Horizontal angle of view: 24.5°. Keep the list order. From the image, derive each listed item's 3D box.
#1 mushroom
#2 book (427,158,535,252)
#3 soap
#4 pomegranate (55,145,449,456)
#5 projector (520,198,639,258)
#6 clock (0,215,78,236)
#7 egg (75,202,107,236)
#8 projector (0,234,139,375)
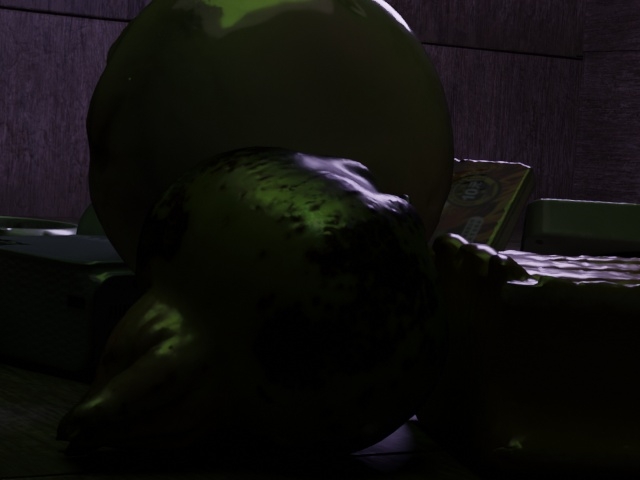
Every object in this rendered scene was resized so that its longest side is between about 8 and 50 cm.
[{"bbox_3d":[-0.020,-0.074,1.242,0.315,0.315,0.356,5,-1,30],"label":"mushroom"},{"bbox_3d":[0.000,0.000,1.680,0.428,0.039,0.300,5,43,27],"label":"book"},{"bbox_3d":[0.242,0.079,1.075,0.335,0.156,0.293,2,1,-12],"label":"soap"},{"bbox_3d":[-0.048,0.044,0.983,0.276,0.204,0.222,-3,21,-40],"label":"pomegranate"},{"bbox_3d":[0.336,0.051,1.548,0.259,0.079,0.257,4,-28,6],"label":"projector"},{"bbox_3d":[-0.379,0.029,1.633,0.265,0.109,0.324,4,3,20],"label":"clock"},{"bbox_3d":[-0.174,0.018,1.570,0.192,0.149,0.149,34,16,20],"label":"egg"},{"bbox_3d":[-0.218,0.057,1.374,0.250,0.108,0.198,8,6,41],"label":"projector"}]
